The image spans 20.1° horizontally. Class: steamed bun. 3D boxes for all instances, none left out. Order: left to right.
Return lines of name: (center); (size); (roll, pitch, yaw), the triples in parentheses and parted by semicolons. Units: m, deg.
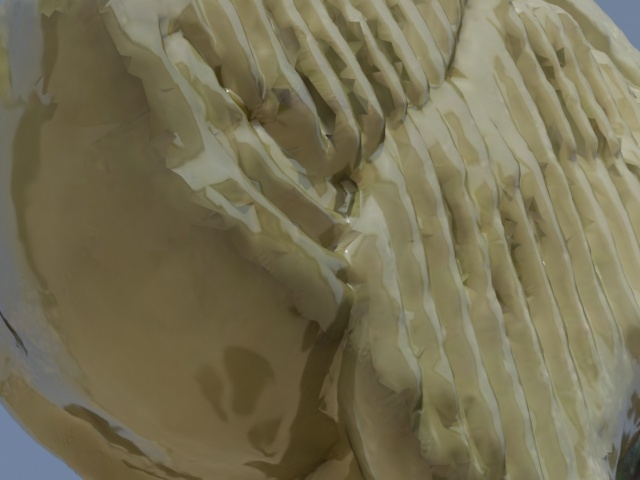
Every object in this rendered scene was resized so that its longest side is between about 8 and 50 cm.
steamed bun: (-0.007, -0.008, 0.735); (0.310, 0.324, 0.219); (48, -51, -10)

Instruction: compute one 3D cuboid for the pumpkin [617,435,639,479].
pumpkin: (0.246, 0.233, 1.281); (0.363, 0.363, 0.266); (-37, -33, 21)
